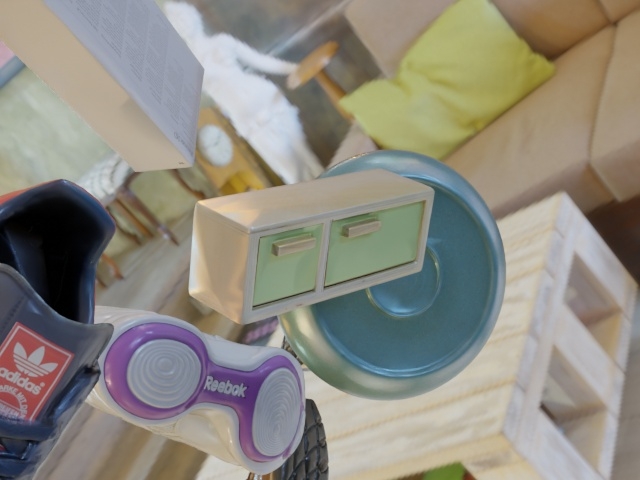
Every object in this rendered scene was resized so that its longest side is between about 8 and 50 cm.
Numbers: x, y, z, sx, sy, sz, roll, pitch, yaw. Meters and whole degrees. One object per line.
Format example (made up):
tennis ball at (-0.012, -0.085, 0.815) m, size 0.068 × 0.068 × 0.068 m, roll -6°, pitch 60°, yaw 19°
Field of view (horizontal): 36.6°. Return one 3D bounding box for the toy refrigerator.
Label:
toy refrigerator at (0.000, 0.000, 1.012) m, size 0.270 × 0.102 × 0.094 m, roll -13°, pitch 28°, yaw -43°

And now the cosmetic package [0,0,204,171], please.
cosmetic package at (-0.164, -0.148, 0.723) m, size 0.061 × 0.239 × 0.098 m, roll -6°, pitch 65°, yaw 16°

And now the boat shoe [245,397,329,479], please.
boat shoe at (-0.073, 0.356, 1.221) m, size 0.120 × 0.123 × 0.323 m, roll 0°, pitch 77°, yaw 30°

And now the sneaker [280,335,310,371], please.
sneaker at (0.084, 0.166, 1.543) m, size 0.330 × 0.147 × 0.129 m, roll -12°, pitch 48°, yaw 27°

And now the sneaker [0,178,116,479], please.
sneaker at (-0.187, 0.100, 0.498) m, size 0.148 × 0.131 × 0.350 m, roll -29°, pitch 41°, yaw 28°

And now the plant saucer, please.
plant saucer at (0.097, 0.044, 1.202) m, size 0.317 × 0.317 × 0.044 m, roll -46°, pitch 13°, yaw -11°

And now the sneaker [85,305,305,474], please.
sneaker at (-0.122, 0.124, 0.881) m, size 0.152 × 0.305 × 0.114 m, roll 11°, pitch 72°, yaw 38°
